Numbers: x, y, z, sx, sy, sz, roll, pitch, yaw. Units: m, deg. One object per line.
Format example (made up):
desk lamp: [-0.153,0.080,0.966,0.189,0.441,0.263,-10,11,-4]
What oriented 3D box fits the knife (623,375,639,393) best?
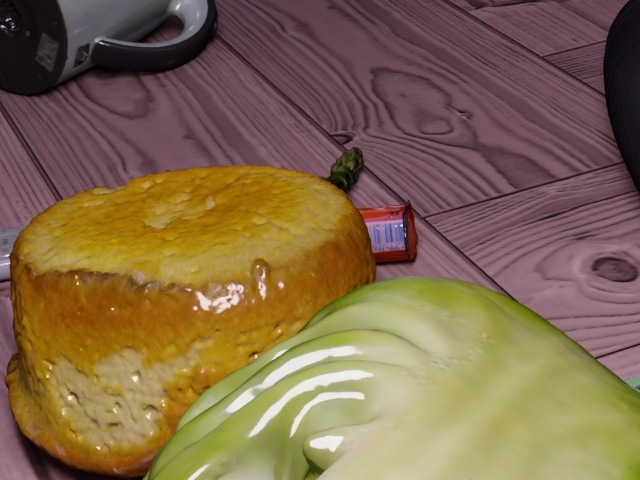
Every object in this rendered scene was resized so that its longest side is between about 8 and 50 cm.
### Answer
knife: [0.301,0.128,0.903,0.293,0.020,0.043,19,39,41]

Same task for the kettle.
kettle: [-0.227,-0.250,1.612,0.221,0.161,0.236,37,41,15]

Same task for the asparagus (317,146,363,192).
asparagus: [0.006,-0.046,1.237,0.027,0.034,0.236,-2,9,13]

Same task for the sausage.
sausage: [0.000,0.000,1.184,0.145,0.048,0.050,-6,-11,10]

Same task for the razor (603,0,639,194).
razor: [0.326,-0.141,1.249,0.204,0.113,0.349,-41,18,22]

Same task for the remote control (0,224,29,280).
remote control: [-0.269,0.010,1.233,0.261,0.029,0.067,-10,28,-7]

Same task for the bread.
bread: [-0.077,0.044,1.010,0.268,0.145,0.268,-4,24,2]

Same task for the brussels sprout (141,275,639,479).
brussels sprout: [0.032,0.174,0.555,0.281,0.289,0.355,41,4,17]
